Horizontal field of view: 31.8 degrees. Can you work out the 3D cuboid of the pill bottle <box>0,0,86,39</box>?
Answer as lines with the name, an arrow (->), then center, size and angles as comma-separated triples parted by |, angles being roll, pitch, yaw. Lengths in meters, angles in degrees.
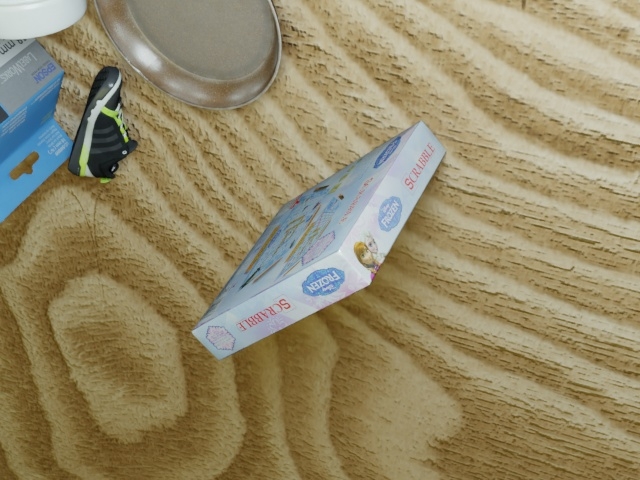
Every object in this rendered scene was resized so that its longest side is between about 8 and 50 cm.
pill bottle -> -0.431, -0.473, 1.533 | 0.204, 0.204, 0.361 | 13, 130, 20

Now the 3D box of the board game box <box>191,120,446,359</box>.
board game box -> 0.000, 0.000, 1.593 | 0.066, 0.318, 0.318 | 48, 134, -14

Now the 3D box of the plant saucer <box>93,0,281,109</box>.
plant saucer -> -0.185, -0.329, 1.604 | 0.310, 0.050, 0.310 | 19, 138, 18

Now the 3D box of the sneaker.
sneaker -> -0.338, -0.185, 1.818 | 0.097, 0.084, 0.234 | 16, 137, -15

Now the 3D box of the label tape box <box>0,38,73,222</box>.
label tape box -> -0.526, -0.232, 1.755 | 0.106, 0.240, 0.333 | -29, 109, 39
